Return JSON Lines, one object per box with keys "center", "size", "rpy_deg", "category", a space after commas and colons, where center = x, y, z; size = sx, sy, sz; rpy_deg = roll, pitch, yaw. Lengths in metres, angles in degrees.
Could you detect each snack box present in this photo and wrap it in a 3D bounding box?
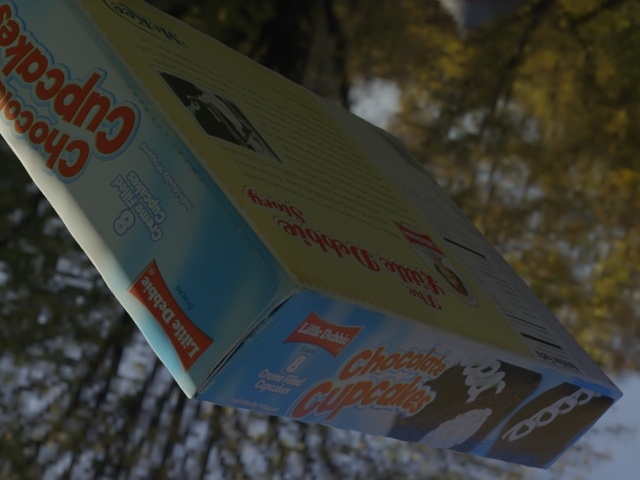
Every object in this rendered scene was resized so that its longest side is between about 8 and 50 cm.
{"center": [0.000, 0.000, 0.744], "size": [0.187, 0.060, 0.322], "rpy_deg": [51, -165, 28], "category": "snack box"}
